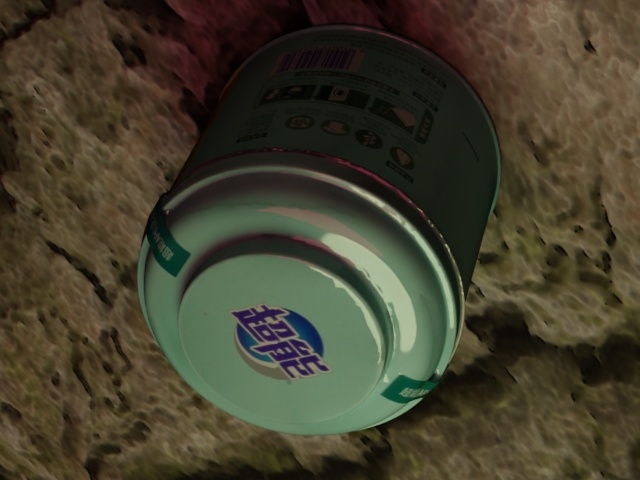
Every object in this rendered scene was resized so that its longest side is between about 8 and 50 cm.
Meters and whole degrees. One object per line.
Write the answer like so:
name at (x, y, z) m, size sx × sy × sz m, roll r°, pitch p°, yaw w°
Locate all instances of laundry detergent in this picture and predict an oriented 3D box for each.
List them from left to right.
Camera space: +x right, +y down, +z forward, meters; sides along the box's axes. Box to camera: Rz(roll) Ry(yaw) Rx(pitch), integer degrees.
laundry detergent at (0.000, 0.000, 1.557) m, size 0.287 × 0.305 × 0.287 m, roll 7°, pitch 125°, yaw 11°
